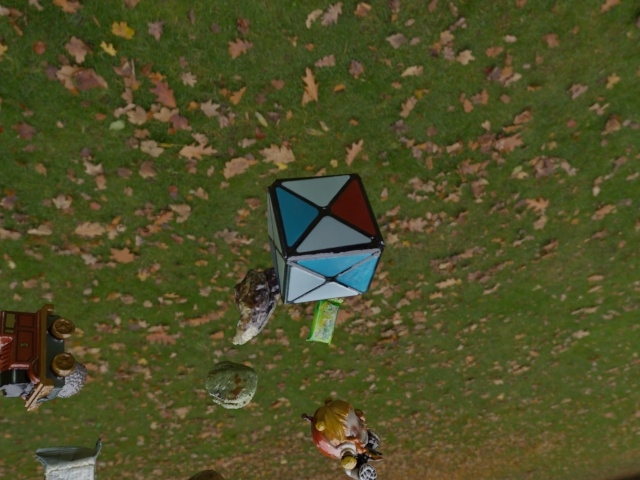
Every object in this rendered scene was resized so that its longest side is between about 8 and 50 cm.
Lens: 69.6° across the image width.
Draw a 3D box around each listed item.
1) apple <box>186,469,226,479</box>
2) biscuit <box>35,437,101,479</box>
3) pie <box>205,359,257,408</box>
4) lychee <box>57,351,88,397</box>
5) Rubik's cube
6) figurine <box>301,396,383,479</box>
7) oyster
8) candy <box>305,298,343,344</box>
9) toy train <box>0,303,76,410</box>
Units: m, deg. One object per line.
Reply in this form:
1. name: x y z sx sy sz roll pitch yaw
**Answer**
1. apple: -0.305 0.685 1.158 0.182 0.155 0.182 -33 178 -1
2. biscuit: -0.726 0.750 1.329 0.186 0.309 0.079 -1 177 -21
3. pie: -0.404 0.647 2.074 0.247 0.201 0.090 9 154 17
4. lychee: -1.097 0.579 1.996 0.165 0.197 0.165 3 142 2
5. Rubik's cube: 0.000 -0.001 1.194 0.248 0.250 0.246 -8 148 -11
6. figurine: 0.088 0.753 1.771 0.196 0.323 0.320 -37 -177 16
7. oyster: -0.264 0.236 1.777 0.275 0.271 0.100 -37 139 20
8. candy: 0.014 0.289 1.678 0.102 0.178 0.032 16 176 -19
9. toy train: -0.956 0.364 1.522 0.231 0.369 0.163 16 127 -42
